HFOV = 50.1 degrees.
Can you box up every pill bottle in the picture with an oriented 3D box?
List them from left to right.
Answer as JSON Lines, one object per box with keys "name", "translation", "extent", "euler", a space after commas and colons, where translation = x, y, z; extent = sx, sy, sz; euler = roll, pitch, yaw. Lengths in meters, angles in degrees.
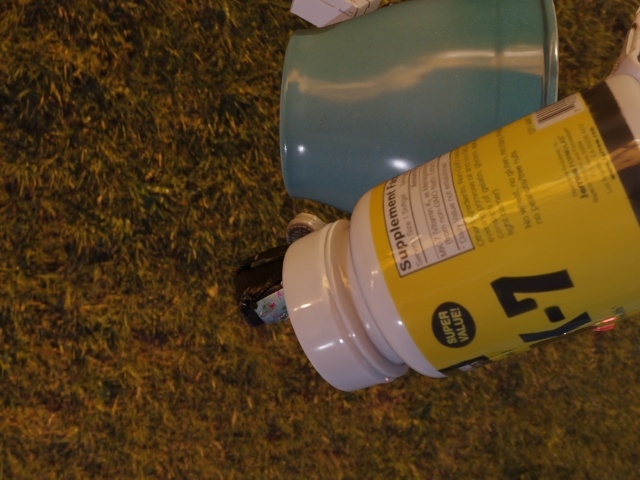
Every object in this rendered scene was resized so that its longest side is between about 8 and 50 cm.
{"name": "pill bottle", "translation": [0.091, 0.006, 0.381], "extent": [0.208, 0.119, 0.119], "euler": [-24, 130, 23]}

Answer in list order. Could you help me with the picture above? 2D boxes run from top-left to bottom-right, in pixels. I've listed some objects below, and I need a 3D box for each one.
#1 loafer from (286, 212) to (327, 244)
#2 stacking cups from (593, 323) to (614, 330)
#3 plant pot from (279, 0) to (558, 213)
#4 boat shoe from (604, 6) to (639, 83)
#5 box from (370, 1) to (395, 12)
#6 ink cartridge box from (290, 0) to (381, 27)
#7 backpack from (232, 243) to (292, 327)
{"name": "loafer", "translation": [0.000, 0.000, 1.588], "extent": [0.101, 0.092, 0.268], "euler": [6, 156, 23]}
{"name": "stacking cups", "translation": [0.632, 0.051, 1.589], "extent": [0.095, 0.096, 0.317], "euler": [-11, 92, -13]}
{"name": "plant pot", "translation": [0.093, -0.132, 0.735], "extent": [0.255, 0.272, 0.272], "euler": [4, 124, 7]}
{"name": "boat shoe", "translation": [0.344, -0.199, 0.639], "extent": [0.277, 0.098, 0.096], "euler": [-51, 161, -30]}
{"name": "box", "translation": [0.152, -0.332, 1.577], "extent": [0.343, 0.312, 0.179], "euler": [26, 68, -36]}
{"name": "ink cartridge box", "translation": [0.043, -0.590, 1.695], "extent": [0.160, 0.219, 0.093], "euler": [30, 124, 6]}
{"name": "backpack", "translation": [-0.075, 0.088, 1.369], "extent": [0.181, 0.152, 0.115], "euler": [-25, 129, 1]}
